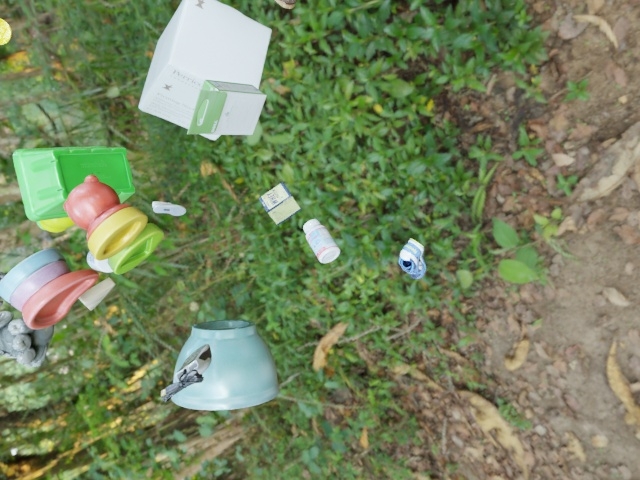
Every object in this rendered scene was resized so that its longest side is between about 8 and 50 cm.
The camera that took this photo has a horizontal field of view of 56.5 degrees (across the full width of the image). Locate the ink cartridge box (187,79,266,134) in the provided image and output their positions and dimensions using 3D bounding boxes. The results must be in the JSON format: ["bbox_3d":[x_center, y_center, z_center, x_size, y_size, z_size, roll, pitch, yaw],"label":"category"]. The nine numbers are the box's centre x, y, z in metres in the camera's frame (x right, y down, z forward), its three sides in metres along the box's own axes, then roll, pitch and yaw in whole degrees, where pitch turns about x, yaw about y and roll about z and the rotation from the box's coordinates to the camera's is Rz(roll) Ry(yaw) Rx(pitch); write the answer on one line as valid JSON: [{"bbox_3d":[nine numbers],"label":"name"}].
[{"bbox_3d":[-0.229,-0.304,1.372,0.062,0.209,0.109,39,119,26],"label":"ink cartridge box"}]

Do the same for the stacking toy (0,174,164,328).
[{"bbox_3d":[-0.471,0.020,1.185,0.130,0.309,0.279,46,-179,4],"label":"stacking toy"}]

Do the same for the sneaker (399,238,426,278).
[{"bbox_3d":[0.214,0.054,1.418,0.053,0.059,0.144,29,157,31],"label":"sneaker"}]

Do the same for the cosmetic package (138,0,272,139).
[{"bbox_3d":[-0.433,-0.635,2.214,0.394,0.330,0.327,-23,52,56],"label":"cosmetic package"}]

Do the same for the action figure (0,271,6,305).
[{"bbox_3d":[-0.882,0.042,1.464,0.185,0.099,0.285,-113,-1,-60],"label":"action figure"}]

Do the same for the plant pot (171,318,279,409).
[{"bbox_3d":[-0.260,0.324,1.631,0.293,0.293,0.196,-175,84,-67],"label":"plant pot"}]

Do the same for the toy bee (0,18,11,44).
[{"bbox_3d":[-0.744,-0.476,1.240,0.298,0.195,0.162,3,71,67],"label":"toy bee"}]

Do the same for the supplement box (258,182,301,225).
[{"bbox_3d":[-0.113,-0.102,1.670,0.056,0.083,0.083,56,-179,34],"label":"supplement box"}]

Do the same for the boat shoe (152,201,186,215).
[{"bbox_3d":[-0.434,-0.096,1.707,0.035,0.100,0.035,-58,46,32],"label":"boat shoe"}]

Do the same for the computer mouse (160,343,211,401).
[{"bbox_3d":[-0.271,0.280,1.281,0.042,0.106,0.193,52,-167,-7],"label":"computer mouse"}]

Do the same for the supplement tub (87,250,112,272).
[{"bbox_3d":[-0.600,0.052,1.652,0.107,0.071,0.071,0,113,56],"label":"supplement tub"}]

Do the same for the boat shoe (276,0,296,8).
[{"bbox_3d":[-0.129,-0.685,1.519,0.207,0.073,0.073,41,147,6],"label":"boat shoe"}]

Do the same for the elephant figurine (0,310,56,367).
[{"bbox_3d":[-0.916,0.283,1.726,0.186,0.240,0.169,36,-128,-68],"label":"elephant figurine"}]

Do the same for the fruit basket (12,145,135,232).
[{"bbox_3d":[-0.887,-0.183,2.091,0.392,0.392,0.282,175,83,-68],"label":"fruit basket"}]

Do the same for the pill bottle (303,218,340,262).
[{"bbox_3d":[0.000,0.000,2.209,0.160,0.087,0.087,58,158,29],"label":"pill bottle"}]
